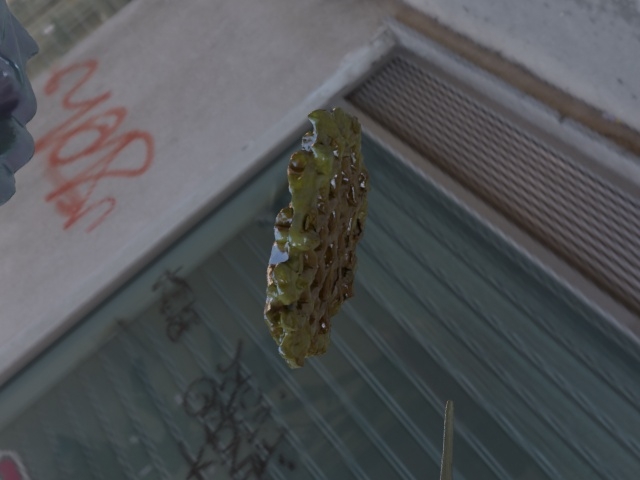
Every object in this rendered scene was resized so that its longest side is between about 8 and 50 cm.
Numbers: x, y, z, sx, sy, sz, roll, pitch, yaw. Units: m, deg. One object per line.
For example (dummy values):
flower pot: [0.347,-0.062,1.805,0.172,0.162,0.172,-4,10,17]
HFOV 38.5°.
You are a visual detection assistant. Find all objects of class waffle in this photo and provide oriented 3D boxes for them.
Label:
waffle: [0.000,0.000,1.122,0.068,0.324,0.302,13,163,13]

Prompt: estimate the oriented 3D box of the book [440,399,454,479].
book: [0.186,0.400,1.367,0.282,0.025,0.214,81,-165,-49]

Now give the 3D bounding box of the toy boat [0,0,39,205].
toy boat: [-0.268,-0.100,0.555,0.199,0.100,0.290,56,-160,-21]
